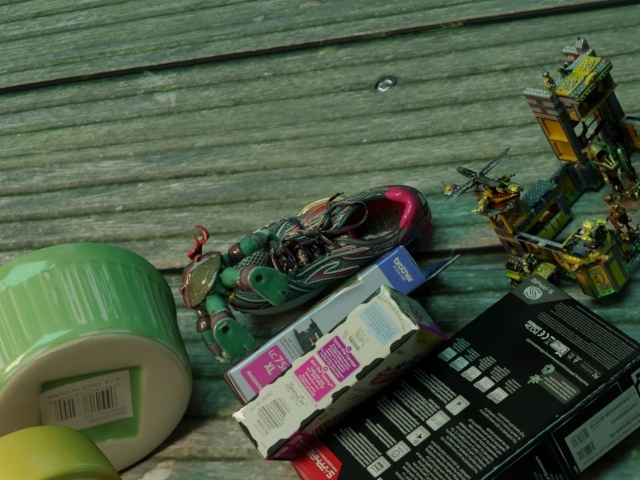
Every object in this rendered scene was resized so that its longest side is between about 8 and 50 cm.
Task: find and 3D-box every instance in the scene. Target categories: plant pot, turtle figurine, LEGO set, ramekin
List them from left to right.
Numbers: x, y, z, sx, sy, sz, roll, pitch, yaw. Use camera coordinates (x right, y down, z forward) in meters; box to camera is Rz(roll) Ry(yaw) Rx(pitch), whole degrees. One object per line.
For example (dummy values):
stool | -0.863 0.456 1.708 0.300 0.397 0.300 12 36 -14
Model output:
plant pot | -0.300 0.380 1.669 0.254 0.254 0.239 -38 56 -11
ramekin | -0.308 0.165 1.853 0.303 0.303 0.148 -30 46 -1
turtle figurine | -0.117 0.065 1.825 0.234 0.118 0.175 -152 78 -71
LEGO set | 0.327 -0.106 1.818 0.331 0.192 0.255 -42 33 -12

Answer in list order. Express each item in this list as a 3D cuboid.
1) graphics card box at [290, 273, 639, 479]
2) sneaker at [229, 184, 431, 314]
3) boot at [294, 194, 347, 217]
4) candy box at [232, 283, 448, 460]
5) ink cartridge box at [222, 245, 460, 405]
graphics card box | 0.175 0.212 1.646 0.371 0.094 0.233 -38 32 -9
sneaker | 0.000 0.000 1.947 0.299 0.112 0.121 -27 82 4
boot | -0.017 0.002 2.041 0.158 0.059 0.085 -33 41 8
candy box | 0.028 0.159 1.713 0.233 0.159 0.071 -42 71 8
ink cartridge box | 0.020 0.096 1.830 0.311 0.065 0.186 -34 -2 -8
